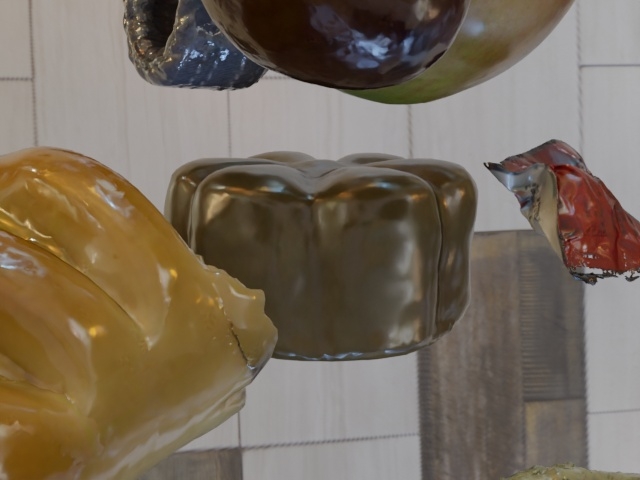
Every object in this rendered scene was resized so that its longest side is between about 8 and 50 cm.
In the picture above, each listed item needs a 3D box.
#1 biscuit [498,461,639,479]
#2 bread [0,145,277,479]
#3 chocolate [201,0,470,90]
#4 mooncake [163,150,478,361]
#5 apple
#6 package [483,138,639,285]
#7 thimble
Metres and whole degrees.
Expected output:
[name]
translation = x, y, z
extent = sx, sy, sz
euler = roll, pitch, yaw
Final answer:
[biscuit]
translation = 0.098, 0.159, 0.414
extent = 0.250, 0.046, 0.147
euler = 15, 125, -40
[bread]
translation = -0.220, 0.068, 0.530
extent = 0.270, 0.316, 0.211
euler = -29, 96, -40
[chocolate]
translation = 0.010, -0.166, 0.549
extent = 0.177, 0.177, 0.176
euler = 0, 91, -10
[mooncake]
translation = 0.000, 0.000, 1.370
extent = 0.467, 0.467, 0.262
euler = -3, 102, -10
[apple]
translation = 0.103, -0.298, 0.952
extent = 0.339, 0.305, 0.338
euler = 20, 44, -21
[package]
translation = 0.273, -0.036, 0.934
extent = 0.269, 0.071, 0.194
euler = -6, 62, -46
[thimble]
translation = -0.153, -0.314, 1.190
extent = 0.172, 0.205, 0.236
euler = -6, 80, -37
